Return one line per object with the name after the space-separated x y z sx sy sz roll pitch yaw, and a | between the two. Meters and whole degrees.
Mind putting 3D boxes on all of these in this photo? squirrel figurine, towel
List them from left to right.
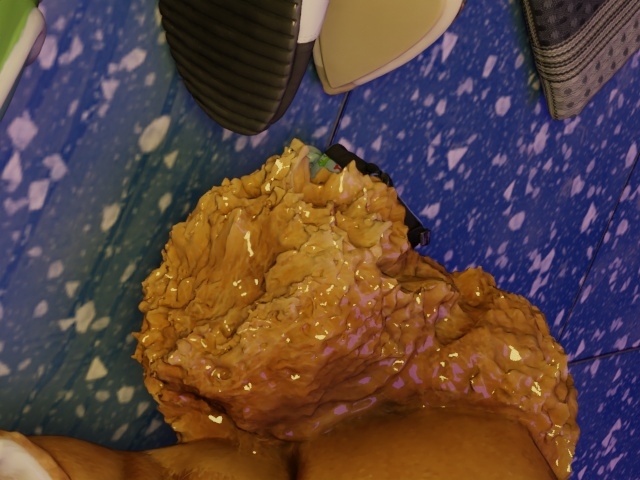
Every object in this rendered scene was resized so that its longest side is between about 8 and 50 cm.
-0.040 0.153 0.832 0.281 0.370 0.397 138 -35 -72 | squirrel figurine
0.258 -0.300 1.101 0.324 0.056 0.312 -45 142 -16 | towel

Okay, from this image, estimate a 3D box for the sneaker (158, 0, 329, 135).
0.001 -0.213 0.754 0.146 0.122 0.330 -21 132 -41 | sneaker

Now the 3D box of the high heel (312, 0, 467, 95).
0.070 -0.224 0.898 0.261 0.093 0.186 119 -6 -46 | high heel

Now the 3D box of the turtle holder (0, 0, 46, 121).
-0.202 -0.117 0.476 0.227 0.243 0.320 -11 121 -81 | turtle holder

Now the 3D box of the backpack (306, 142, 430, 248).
0.000 0.000 0.962 0.114 0.084 0.105 -50 143 -6 | backpack
